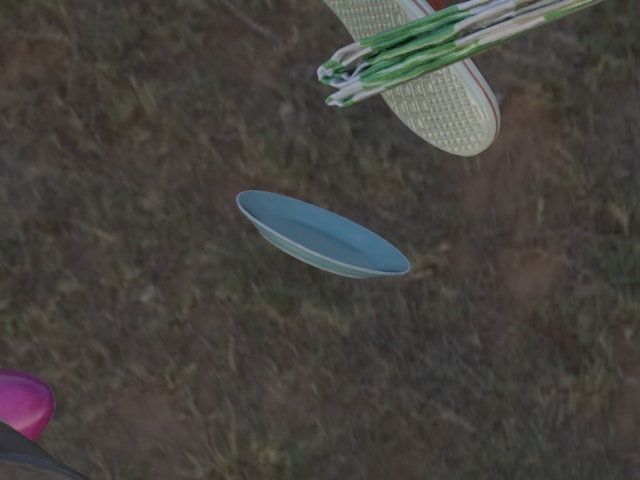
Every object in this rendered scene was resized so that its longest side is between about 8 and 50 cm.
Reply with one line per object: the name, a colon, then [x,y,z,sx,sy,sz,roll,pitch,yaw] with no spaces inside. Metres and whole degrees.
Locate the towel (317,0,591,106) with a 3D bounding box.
towel: [0.181,-0.178,1.141,0.324,0.248,0.038,-21,93,34]

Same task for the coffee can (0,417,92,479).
coffee can: [-0.219,0.176,0.874,0.201,0.201,0.275,-47,25,-14]

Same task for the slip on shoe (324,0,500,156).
slip on shoe: [0.085,-0.221,1.646,0.101,0.123,0.331,-17,58,-29]

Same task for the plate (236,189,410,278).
plate: [0.000,0.000,1.687,0.188,0.188,0.024,29,105,24]

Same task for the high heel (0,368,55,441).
high heel: [-0.331,0.141,1.337,0.244,0.117,0.082,-7,77,29]
